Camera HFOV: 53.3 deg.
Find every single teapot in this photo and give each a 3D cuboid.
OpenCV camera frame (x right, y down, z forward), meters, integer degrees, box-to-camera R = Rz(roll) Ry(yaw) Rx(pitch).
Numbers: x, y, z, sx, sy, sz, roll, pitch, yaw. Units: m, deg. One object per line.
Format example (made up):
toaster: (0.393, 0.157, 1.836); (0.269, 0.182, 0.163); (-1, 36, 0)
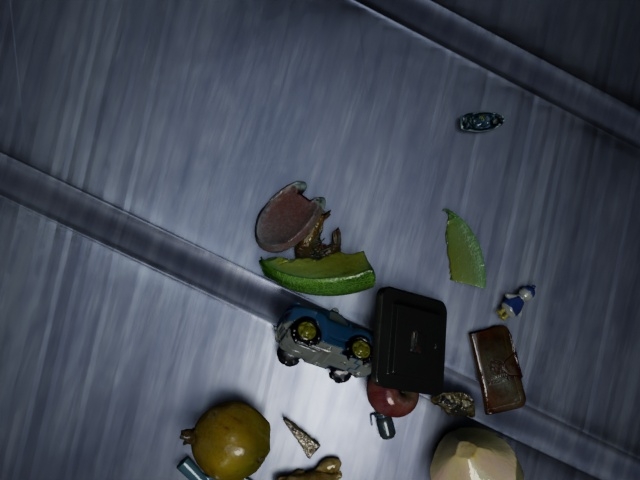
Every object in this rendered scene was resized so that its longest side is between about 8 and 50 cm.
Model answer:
teapot: (0.186, 0.539, 1.875); (0.049, 0.063, 0.083); (-12, 88, -37)

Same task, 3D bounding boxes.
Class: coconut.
coconut: (0.434, 0.645, 1.785); (0.259, 0.259, 0.259); (0, 89, -6)

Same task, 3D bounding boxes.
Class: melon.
melon: (0.420, 0.027, 1.908); (0.114, 0.053, 0.262); (-18, 87, 13)
melon: (-0.010, 0.098, 1.799); (0.323, 0.196, 0.124); (-4, 76, 1)

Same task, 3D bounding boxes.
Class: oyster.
oyster: (0.399, 0.488, 1.871); (0.148, 0.103, 0.051); (16, 46, -19)

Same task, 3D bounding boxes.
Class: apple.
apple: (0.203, 0.429, 1.826); (0.153, 0.120, 0.153); (10, 72, -33)

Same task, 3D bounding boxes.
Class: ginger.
ginger: (-0.025, 0.706, 1.829); (0.205, 0.081, 0.115); (-17, 85, -7)

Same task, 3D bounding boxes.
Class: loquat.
loquat: (-0.264, 0.547, 1.748); (0.246, 0.213, 0.213); (12, 88, -15)

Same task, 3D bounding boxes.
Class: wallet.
wallet: (0.533, 0.385, 1.912); (0.137, 0.031, 0.255); (-13, 91, -5)

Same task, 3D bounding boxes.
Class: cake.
cake: (-0.053, 0.560, 1.844); (0.055, 0.051, 0.140); (-35, 95, -4)

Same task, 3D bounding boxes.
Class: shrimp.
shrimp: (-0.002, -0.001, 1.862); (0.132, 0.051, 0.187); (19, 95, -17)

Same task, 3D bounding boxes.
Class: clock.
clock: (0.259, 0.285, 1.788); (0.273, 0.049, 0.279); (17, 72, -37)

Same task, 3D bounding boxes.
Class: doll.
doll: (0.591, 0.181, 1.908); (0.143, 0.057, 0.099); (-41, 114, -5)

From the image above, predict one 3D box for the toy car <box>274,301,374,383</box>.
toy car: (0.025, 0.280, 1.801); (0.314, 0.198, 0.166); (20, 56, -7)

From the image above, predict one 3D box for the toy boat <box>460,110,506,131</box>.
toy boat: (0.483, -0.355, 1.899); (0.137, 0.061, 0.060); (-2, 90, -6)

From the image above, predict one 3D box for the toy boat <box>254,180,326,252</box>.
toy boat: (-0.091, -0.058, 1.831); (0.155, 0.085, 0.227); (40, 84, 20)

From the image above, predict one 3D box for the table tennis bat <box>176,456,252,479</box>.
table tennis bat: (-0.285, 0.749, 1.826); (0.215, 0.044, 0.329); (-42, 96, -3)
